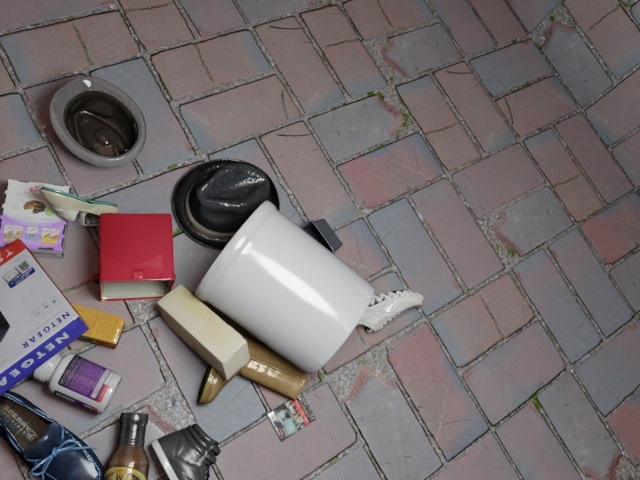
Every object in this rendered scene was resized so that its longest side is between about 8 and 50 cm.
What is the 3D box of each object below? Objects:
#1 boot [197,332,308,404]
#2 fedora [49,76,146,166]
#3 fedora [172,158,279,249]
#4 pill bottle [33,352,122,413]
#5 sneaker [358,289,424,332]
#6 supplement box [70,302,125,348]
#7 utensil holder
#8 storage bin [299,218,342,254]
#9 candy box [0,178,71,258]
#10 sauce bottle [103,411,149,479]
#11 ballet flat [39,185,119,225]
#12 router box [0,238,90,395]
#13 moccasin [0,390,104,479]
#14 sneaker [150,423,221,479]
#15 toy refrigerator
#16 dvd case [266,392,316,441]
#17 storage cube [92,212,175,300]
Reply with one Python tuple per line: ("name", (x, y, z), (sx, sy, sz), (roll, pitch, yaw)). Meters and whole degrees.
("boot", (-0.179, 0.384, 1.668), (0.269, 0.089, 0.236), (25, 64, -10))
("fedora", (-0.649, -0.328, 1.757), (0.275, 0.124, 0.244), (40, 64, -10))
("fedora", (-0.271, -0.137, 1.803), (0.333, 0.152, 0.334), (7, 67, -17))
("pill bottle", (-0.614, 0.351, 1.513), (0.193, 0.108, 0.108), (27, 63, -8))
("sneaker", (0.185, 0.220, 1.862), (0.291, 0.110, 0.118), (-7, 80, -13))
("supplement box", (-0.640, 0.216, 1.574), (0.233, 0.078, 0.080), (16, 65, -13))
("utensil holder", (-0.093, 0.134, 1.646), (0.385, 0.327, 0.328), (38, 62, -3))
("storage bin", (0.000, 0.000, 1.889), (0.135, 0.098, 0.091), (55, 35, 7))
("candy box", (-0.779, -0.058, 1.636), (0.164, 0.070, 0.196), (6, 68, -17))
("sauce bottle", (-0.479, 0.600, 1.464), (0.111, 0.111, 0.345), (7, 67, -17))
("ballet flat", (-0.655, -0.084, 1.632), (0.248, 0.086, 0.086), (15, 57, -57))
("router box", (-0.788, 0.203, 1.446), (0.335, 0.082, 0.301), (-40, 65, -20))
("moccasin", (-0.673, 0.491, 1.431), (0.342, 0.117, 0.138), (36, 62, -3))
("sneaker", (-0.296, 0.600, 1.521), (0.146, 0.105, 0.296), (-30, 73, -23))
("toy refrigerator", (-0.311, 0.241, 1.609), (0.269, 0.102, 0.094), (35, 59, 27))
("dvd case", (-0.082, 0.500, 1.699), (0.119, 0.013, 0.087), (-27, 80, -28))
("storage cube", (-0.505, 0.046, 1.629), (0.214, 0.184, 0.193), (0, 69, -20))
